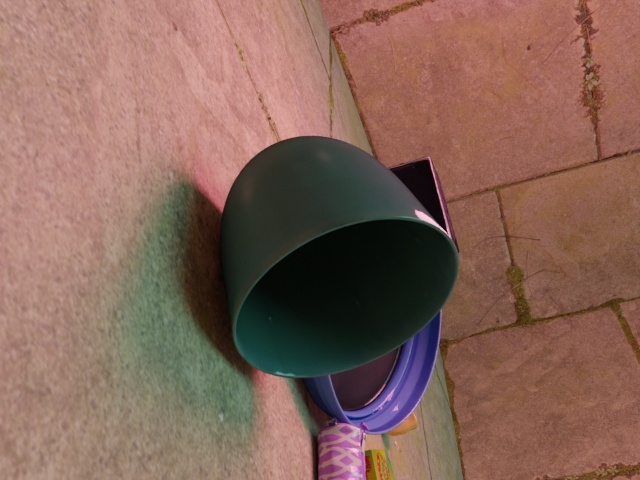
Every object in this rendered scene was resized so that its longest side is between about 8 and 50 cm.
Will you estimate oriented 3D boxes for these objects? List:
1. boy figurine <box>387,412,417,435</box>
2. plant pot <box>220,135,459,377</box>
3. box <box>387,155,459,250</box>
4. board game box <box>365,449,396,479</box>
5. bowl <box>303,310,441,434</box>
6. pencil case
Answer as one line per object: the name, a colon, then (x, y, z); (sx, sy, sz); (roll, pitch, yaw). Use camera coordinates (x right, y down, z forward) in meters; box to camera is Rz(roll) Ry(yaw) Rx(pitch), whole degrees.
boy figurine: (0.191, 0.379, 1.697); (0.285, 0.092, 0.177); (-87, 161, -64)
plant pot: (0.000, 0.000, 0.878); (0.293, 0.293, 0.235); (60, 4, -49)
box: (0.153, -0.034, 1.543); (0.395, 0.294, 0.211); (8, 68, -77)
board game box: (0.112, 0.473, 1.333); (0.181, 0.043, 0.092); (46, 32, -66)
bowl: (0.096, 0.149, 1.200); (0.391, 0.077, 0.390); (-2, 92, -52)
pencil case: (0.042, 0.386, 1.022); (0.086, 0.088, 0.206); (59, 21, -45)
